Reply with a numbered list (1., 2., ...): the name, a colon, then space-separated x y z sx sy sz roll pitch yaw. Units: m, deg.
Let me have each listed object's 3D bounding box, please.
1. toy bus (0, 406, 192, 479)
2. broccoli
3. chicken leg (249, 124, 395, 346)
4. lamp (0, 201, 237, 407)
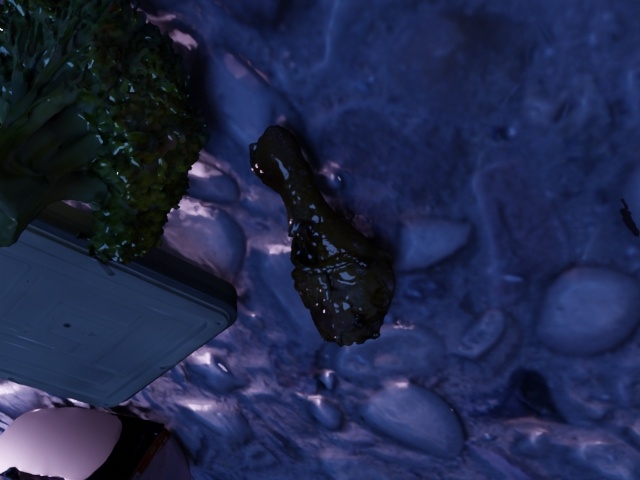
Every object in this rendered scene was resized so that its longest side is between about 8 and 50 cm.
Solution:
1. toy bus: -0.338 0.329 0.868 0.303 0.127 0.147 -10 123 33
2. broccoli: -0.189 -0.065 0.433 0.194 0.194 0.219 -5 128 30
3. chicken leg: 0.002 -0.002 0.480 0.085 0.069 0.198 3 123 55
4. lamp: -0.257 0.072 0.593 0.266 0.047 0.269 29 130 -32
